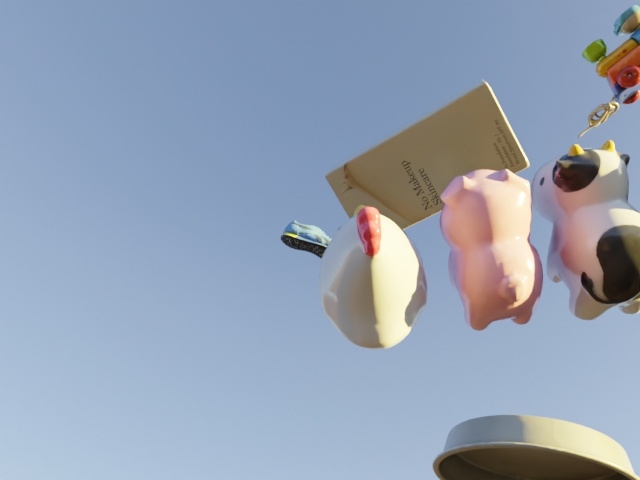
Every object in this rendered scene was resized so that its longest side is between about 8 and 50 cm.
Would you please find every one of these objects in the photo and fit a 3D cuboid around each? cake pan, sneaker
[{"bbox_3d":[0.317,0.338,0.806,0.293,0.054,0.293,10,-38,8],"label":"cake pan"},{"bbox_3d":[0.000,0.000,1.431,0.209,0.082,0.069,21,-35,19],"label":"sneaker"}]

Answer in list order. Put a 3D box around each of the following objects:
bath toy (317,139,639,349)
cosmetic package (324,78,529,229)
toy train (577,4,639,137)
[{"bbox_3d":[0.165,-0.007,0.465,0.348,0.151,0.129,-11,-46,-2],"label":"bath toy"},{"bbox_3d":[0.183,-0.133,0.955,0.309,0.113,0.160,-29,-80,20],"label":"cosmetic package"},{"bbox_3d":[0.575,-0.339,1.078,0.248,0.143,0.105,-39,-25,17],"label":"toy train"}]
